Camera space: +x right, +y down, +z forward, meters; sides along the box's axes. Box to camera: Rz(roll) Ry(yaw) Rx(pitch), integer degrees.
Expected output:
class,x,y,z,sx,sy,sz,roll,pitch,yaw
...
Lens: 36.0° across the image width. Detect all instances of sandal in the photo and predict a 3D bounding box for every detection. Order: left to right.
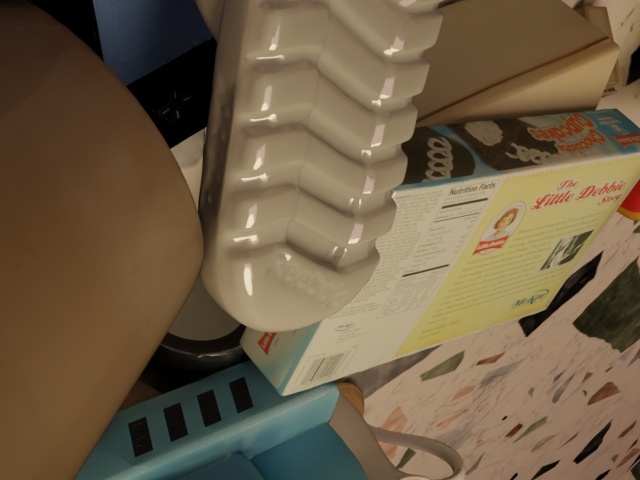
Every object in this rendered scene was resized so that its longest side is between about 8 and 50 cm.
class,x,y,z,sx,sy,sz,roll,pitch,yaw
sandal,-0.004,-0.159,0.505,0.169,0.102,0.416,6,102,-50

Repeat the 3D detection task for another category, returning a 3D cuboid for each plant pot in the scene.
class,x,y,z,sx,sy,sz,roll,pitch,yaw
plant pot,-0.214,0.038,0.439,0.280,0.323,0.323,-44,155,-30

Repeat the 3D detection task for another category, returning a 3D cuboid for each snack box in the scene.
class,x,y,z,sx,sy,sz,roll,pitch,yaw
snack box,0.108,-0.001,0.735,0.322,0.060,0.187,-11,139,-43

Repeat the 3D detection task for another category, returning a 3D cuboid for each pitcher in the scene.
class,x,y,z,sx,sy,sz,roll,pitch,yaw
pitcher,0.024,0.212,0.978,0.178,0.207,0.125,-17,127,-42

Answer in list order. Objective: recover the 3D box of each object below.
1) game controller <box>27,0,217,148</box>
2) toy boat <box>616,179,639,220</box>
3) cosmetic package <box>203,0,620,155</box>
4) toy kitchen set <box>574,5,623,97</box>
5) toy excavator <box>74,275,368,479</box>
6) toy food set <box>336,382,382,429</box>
class,x,y,z,sx,sy,sz,roll,pitch,yaw
game controller,-0.088,-0.169,0.507,0.166,0.067,0.319,-28,148,-22
toy boat,0.385,-0.131,0.961,0.318,0.148,0.267,-52,155,-20
cosmetic package,0.068,-0.076,0.764,0.309,0.113,0.160,-26,147,-27
toy kitchen set,0.244,-0.170,0.926,0.068,0.075,0.083,-10,177,-38
toy excavator,-0.020,0.231,0.728,0.433,0.445,0.222,-16,142,-36
toy food set,-0.006,0.214,1.143,0.132,0.038,0.192,-42,140,-9
